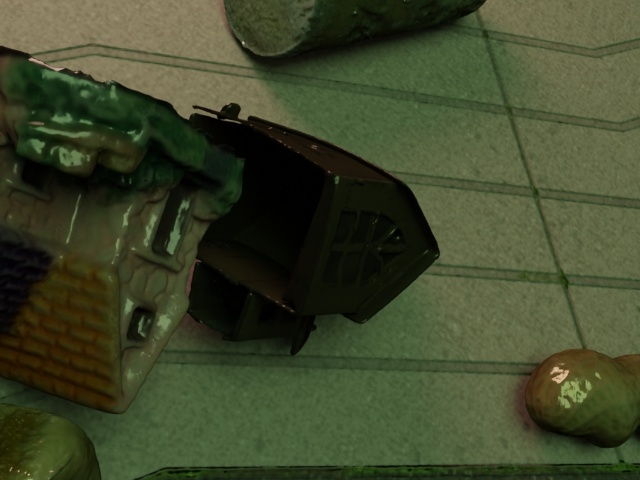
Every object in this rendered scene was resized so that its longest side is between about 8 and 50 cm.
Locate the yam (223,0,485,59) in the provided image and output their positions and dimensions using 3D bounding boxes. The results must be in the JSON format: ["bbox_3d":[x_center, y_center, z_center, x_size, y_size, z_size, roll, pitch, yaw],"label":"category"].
[{"bbox_3d":[0.062,-0.290,1.037,0.330,0.133,0.133,-14,75,-29],"label":"yam"}]

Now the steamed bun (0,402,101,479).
[{"bbox_3d":[-0.270,0.191,0.698,0.155,0.172,0.141,27,50,11],"label":"steamed bun"}]

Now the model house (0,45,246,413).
[{"bbox_3d":[-0.214,0.001,0.705,0.202,0.237,0.237,14,83,24],"label":"model house"}]

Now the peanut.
[{"bbox_3d":[0.323,0.171,0.974,0.227,0.085,0.104,5,77,-21],"label":"peanut"}]

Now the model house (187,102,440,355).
[{"bbox_3d":[0.000,0.000,0.876,0.243,0.211,0.204,2,111,-50],"label":"model house"}]
